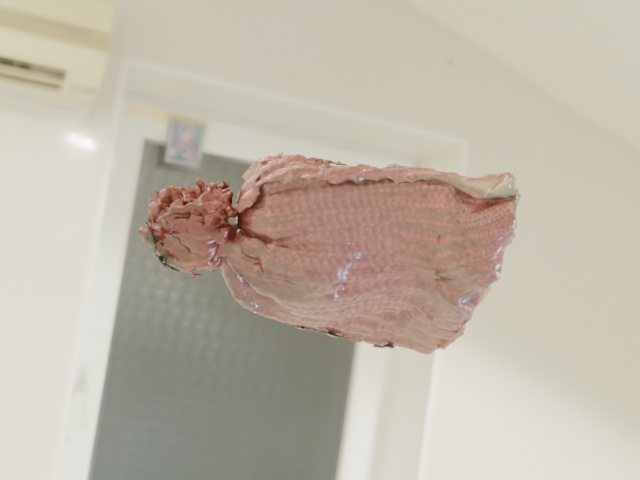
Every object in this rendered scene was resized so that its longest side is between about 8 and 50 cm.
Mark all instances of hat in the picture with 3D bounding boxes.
[{"bbox_3d":[0.000,0.000,1.025,0.286,0.107,0.237,9,-42,-7],"label":"hat"}]
